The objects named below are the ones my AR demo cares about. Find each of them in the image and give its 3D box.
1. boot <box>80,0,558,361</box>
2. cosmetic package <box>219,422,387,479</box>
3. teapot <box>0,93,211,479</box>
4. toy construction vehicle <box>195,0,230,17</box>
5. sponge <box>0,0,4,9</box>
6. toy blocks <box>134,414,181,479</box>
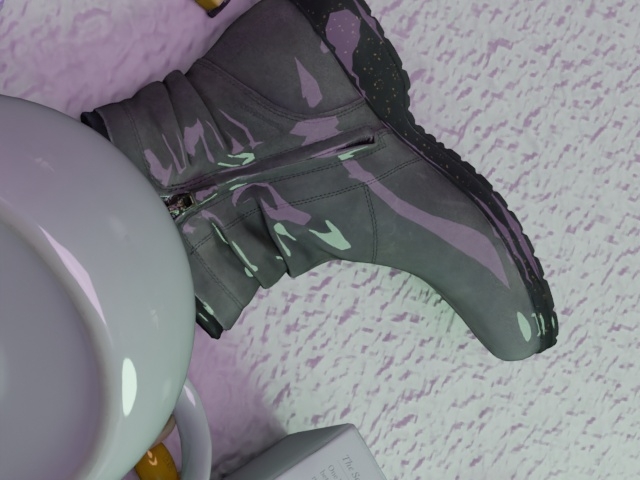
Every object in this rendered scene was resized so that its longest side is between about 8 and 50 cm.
[{"bbox_3d":[0.000,0.000,0.831,0.222,0.118,0.338,-40,100,-14],"label":"boot"},{"bbox_3d":[-0.031,0.277,0.782,0.224,0.138,0.224,-30,90,-23],"label":"cosmetic package"},{"bbox_3d":[-0.169,0.026,0.672,0.252,0.187,0.256,19,117,9],"label":"teapot"},{"bbox_3d":[-0.069,-0.216,0.804,0.086,0.035,0.098,42,77,-23],"label":"toy construction vehicle"},{"bbox_3d":[-0.282,-0.079,0.716,0.117,0.031,0.210,20,87,-27],"label":"sponge"},{"bbox_3d":[-0.160,0.131,0.786,0.123,0.054,0.148,-30,106,-20],"label":"toy blocks"}]
